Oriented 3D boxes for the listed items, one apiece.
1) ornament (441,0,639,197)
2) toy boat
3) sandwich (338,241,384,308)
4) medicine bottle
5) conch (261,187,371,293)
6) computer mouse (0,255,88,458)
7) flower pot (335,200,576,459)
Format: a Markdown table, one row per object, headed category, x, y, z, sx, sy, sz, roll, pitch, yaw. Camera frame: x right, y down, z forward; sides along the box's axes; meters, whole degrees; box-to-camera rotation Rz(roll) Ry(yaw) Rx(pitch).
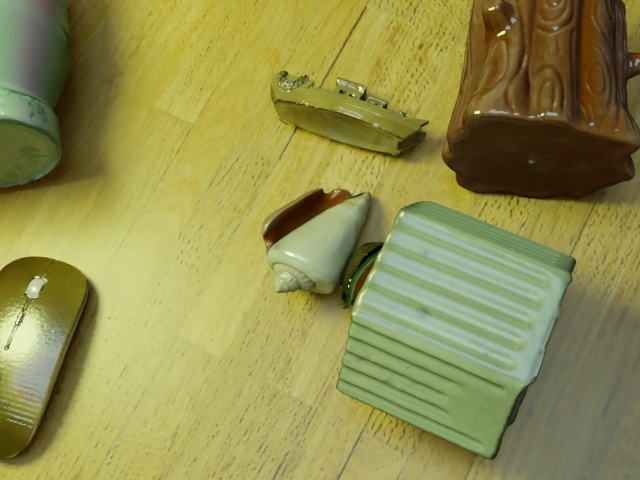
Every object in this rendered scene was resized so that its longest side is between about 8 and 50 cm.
| category | x | y | z | sx | sy | sz | roll | pitch | yaw |
| --- | --- | --- | --- | --- | --- | --- | --- | --- | --- |
| ornament | 0.247 | -0.186 | 1.068 | 0.235 | 0.221 | 0.218 | -16 | 57 | 48 |
| toy boat | 0.034 | -0.163 | 1.158 | 0.206 | 0.064 | 0.072 | 19 | 57 | 11 |
| sandwich | 0.055 | 0.041 | 1.084 | 0.026 | 0.069 | 0.101 | 15 | 68 | 42 |
| medicine bottle | -0.429 | -0.228 | 1.139 | 0.245 | 0.245 | 0.290 | -11 | 72 | 3 |
| conch | -0.005 | -0.007 | 1.091 | 0.104 | 0.094 | 0.176 | 18 | 70 | 38 |
| computer mouse | -0.362 | 0.133 | 1.105 | 0.125 | 0.056 | 0.245 | 15 | 72 | 11 |
| flower pot | 0.144 | 0.087 | 0.980 | 0.189 | 0.239 | 0.209 | 21 | 45 | 14 |
